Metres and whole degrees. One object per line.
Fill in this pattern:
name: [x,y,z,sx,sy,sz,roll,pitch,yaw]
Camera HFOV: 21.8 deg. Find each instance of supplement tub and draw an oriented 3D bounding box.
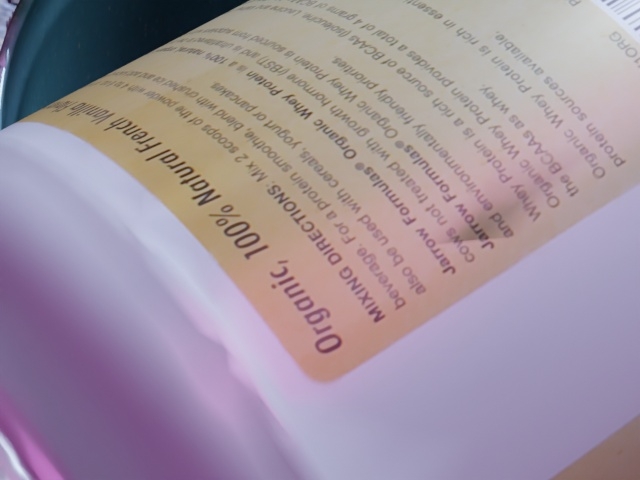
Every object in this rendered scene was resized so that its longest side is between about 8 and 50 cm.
supplement tub: [0.020,0.038,0.477,0.316,0.228,0.228,-31,61,-23]

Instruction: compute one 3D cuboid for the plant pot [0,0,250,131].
plant pot: [0.000,0.000,0.728,0.293,0.196,0.293,5,66,-11]
